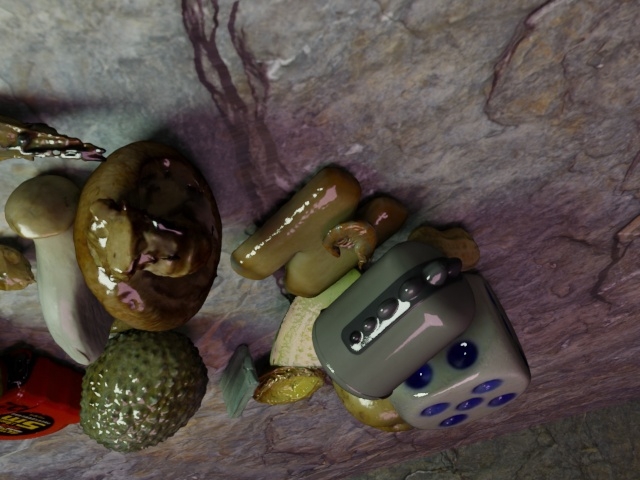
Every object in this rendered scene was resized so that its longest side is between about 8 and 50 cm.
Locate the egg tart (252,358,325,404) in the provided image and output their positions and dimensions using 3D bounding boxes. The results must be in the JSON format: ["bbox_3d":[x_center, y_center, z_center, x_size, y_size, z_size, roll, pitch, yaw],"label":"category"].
[{"bbox_3d":[-0.089,0.365,1.536,0.212,0.090,0.213,-10,147,-7],"label":"egg tart"}]

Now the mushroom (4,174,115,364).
[{"bbox_3d":[-0.393,0.048,0.919,0.122,0.159,0.329,-17,143,-19],"label":"mushroom"}]

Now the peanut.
[{"bbox_3d":[0.256,0.016,1.198,0.194,0.083,0.093,14,137,-36],"label":"peanut"}]

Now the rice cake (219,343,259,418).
[{"bbox_3d":[-0.203,0.354,1.458,0.038,0.124,0.211,-3,138,-28],"label":"rice cake"}]

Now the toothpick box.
[{"bbox_3d":[0.144,0.136,1.091,0.229,0.229,0.316,17,128,-38],"label":"toothpick box"}]

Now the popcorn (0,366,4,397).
[{"bbox_3d":[-0.680,0.258,1.039,0.252,0.237,0.206,-54,154,0],"label":"popcorn"}]

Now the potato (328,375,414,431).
[{"bbox_3d":[0.179,0.425,1.627,0.242,0.243,0.285,-37,138,27],"label":"potato"}]

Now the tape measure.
[{"bbox_3d":[-0.648,0.340,1.257,0.260,0.114,0.253,-21,145,12],"label":"tape measure"}]

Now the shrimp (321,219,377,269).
[{"bbox_3d":[0.054,0.016,1.039,0.095,0.045,0.162,-18,148,-7],"label":"shrimp"}]

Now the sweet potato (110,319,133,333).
[{"bbox_3d":[-0.410,0.167,1.180,0.153,0.038,0.041,-11,122,6],"label":"sweet potato"}]

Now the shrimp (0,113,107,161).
[{"bbox_3d":[-0.407,-0.125,0.755,0.262,0.066,0.117,9,155,-10],"label":"shrimp"}]

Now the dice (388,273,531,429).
[{"bbox_3d":[0.317,0.275,1.417,0.304,0.277,0.304,-27,144,18],"label":"dice"}]

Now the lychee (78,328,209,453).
[{"bbox_3d":[-0.367,0.307,1.213,0.255,0.274,0.255,7,125,10],"label":"lychee"}]

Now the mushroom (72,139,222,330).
[{"bbox_3d":[-0.242,-0.007,0.822,0.195,0.264,0.283,10,174,-5],"label":"mushroom"}]

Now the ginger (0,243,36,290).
[{"bbox_3d":[-0.552,0.048,0.919,0.190,0.069,0.096,-1,99,-13],"label":"ginger"}]

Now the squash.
[{"bbox_3d":[0.017,0.167,1.256,0.236,0.204,0.155,3,160,-9],"label":"squash"}]

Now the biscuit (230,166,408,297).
[{"bbox_3d":[0.000,0.000,1.084,0.290,0.062,0.236,-40,138,24],"label":"biscuit"}]
